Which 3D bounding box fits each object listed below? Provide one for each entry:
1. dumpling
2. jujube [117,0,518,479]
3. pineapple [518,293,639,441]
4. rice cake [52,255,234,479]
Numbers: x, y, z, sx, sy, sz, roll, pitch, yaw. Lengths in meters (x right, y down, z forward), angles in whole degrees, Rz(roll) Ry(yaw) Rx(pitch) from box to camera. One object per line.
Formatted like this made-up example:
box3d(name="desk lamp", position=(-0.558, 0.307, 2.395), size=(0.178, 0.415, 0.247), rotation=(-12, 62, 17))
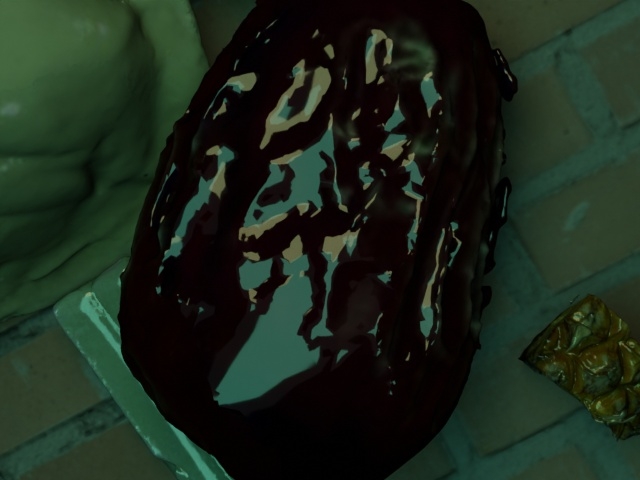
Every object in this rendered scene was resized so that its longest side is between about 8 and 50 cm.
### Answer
box3d(name="dumpling", position=(-0.236, -0.070, 1.466), size=(0.315, 0.233, 0.395), rotation=(27, 112, -23))
box3d(name="jujube", position=(0.000, 0.000, 1.412), size=(0.258, 0.258, 0.377), rotation=(14, 78, 10))
box3d(name="pineapple", position=(0.193, 0.095, 1.458), size=(0.069, 0.116, 0.137), rotation=(-46, 128, -10))
box3d(name="rice cake", position=(-0.096, 0.115, 1.536), size=(0.127, 0.043, 0.237), rotation=(-35, 88, 11))
